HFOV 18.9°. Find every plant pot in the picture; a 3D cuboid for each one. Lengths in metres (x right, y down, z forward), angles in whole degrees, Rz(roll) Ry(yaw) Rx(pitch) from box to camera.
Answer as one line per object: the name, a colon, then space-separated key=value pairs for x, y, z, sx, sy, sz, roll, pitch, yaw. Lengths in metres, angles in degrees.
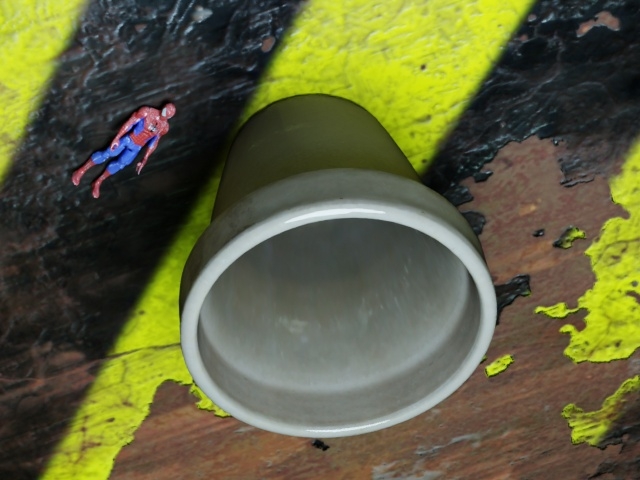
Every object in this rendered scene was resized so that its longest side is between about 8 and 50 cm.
plant pot: x=0.000 y=0.000 z=1.637 sx=0.263 sy=0.229 sz=0.263 roll=-6 pitch=132 yaw=-6

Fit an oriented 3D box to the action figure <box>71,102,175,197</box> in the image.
action figure: x=-0.167 y=-0.081 z=1.672 sx=0.038 sy=0.030 sz=0.115 roll=36 pitch=115 yaw=-28
